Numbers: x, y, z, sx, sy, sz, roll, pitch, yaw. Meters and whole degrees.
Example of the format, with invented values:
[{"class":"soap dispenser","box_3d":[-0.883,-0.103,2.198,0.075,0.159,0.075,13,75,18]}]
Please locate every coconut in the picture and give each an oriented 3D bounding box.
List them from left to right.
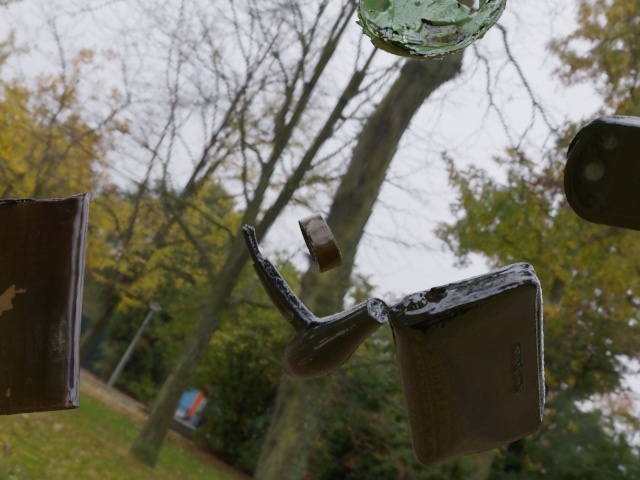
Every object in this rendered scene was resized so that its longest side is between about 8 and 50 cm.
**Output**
[{"class":"coconut","box_3d":[0.107,-0.227,0.891,0.158,0.133,0.055,25,-30,30]}]

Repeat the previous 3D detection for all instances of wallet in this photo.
[{"class":"wallet","box_3d":[-0.233,0.050,0.692,0.095,0.176,0.026,-6,-17,10]},{"class":"wallet","box_3d":[0.147,0.124,0.822,0.044,0.149,0.250,-111,-173,-49]}]

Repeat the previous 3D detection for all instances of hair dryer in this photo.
[{"class":"hair dryer","box_3d":[-0.029,0.063,1.078,0.219,0.075,0.195,53,-44,4]}]

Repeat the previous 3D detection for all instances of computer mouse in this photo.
[{"class":"computer mouse","box_3d":[0.505,-0.097,1.287,0.269,0.170,0.100,13,20,15]}]

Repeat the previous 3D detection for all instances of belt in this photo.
[{"class":"belt","box_3d":[0.000,0.000,1.096,0.059,0.036,0.083,78,-12,-51]}]
